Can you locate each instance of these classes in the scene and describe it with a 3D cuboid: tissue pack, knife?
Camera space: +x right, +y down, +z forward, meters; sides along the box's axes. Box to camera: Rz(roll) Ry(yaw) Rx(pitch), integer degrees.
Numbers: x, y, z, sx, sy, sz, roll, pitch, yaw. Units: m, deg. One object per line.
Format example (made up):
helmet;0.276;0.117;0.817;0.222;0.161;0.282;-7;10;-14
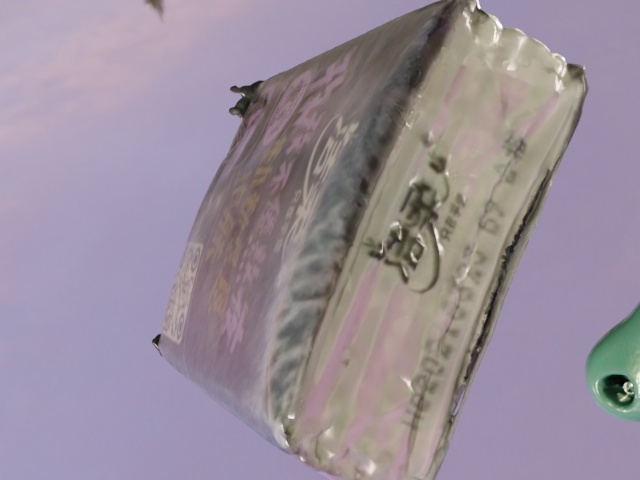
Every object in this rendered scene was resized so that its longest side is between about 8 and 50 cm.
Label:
tissue pack;0.000;0.000;0.643;0.361;0.122;0.259;3;-109;69
knife;0.211;-0.010;0.528;0.063;0.260;0.034;35;-148;29
